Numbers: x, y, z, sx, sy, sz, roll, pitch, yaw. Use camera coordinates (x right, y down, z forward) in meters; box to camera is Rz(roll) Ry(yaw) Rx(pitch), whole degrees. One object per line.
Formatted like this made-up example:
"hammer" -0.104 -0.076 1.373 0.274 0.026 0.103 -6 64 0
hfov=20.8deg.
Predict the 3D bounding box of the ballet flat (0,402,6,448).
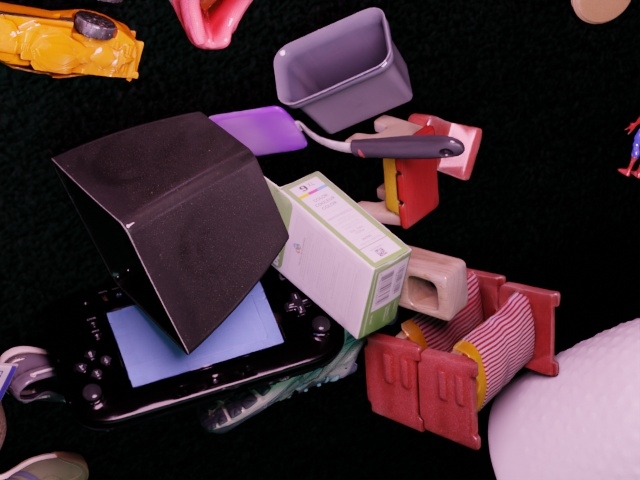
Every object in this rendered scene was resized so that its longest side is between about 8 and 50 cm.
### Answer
"ballet flat" -0.391 0.155 1.913 0.084 0.058 0.249 -13 124 -19

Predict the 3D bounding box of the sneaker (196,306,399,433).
"sneaker" -0.019 0.141 2.051 0.283 0.110 0.122 -41 131 3

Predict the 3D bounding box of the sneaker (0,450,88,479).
"sneaker" -0.353 0.306 2.008 0.192 0.086 0.064 -12 124 -19

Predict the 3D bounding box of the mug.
"mug" 0.433 0.203 2.163 0.328 0.374 0.276 -34 102 36

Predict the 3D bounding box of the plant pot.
"plant pot" -0.147 -0.027 1.848 0.167 0.188 0.187 -34 129 -16

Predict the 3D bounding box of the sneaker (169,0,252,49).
"sneaker" -0.067 -0.316 1.678 0.116 0.136 0.313 7 131 -18

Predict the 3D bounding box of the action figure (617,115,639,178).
"action figure" 0.396 -0.134 2.121 0.038 0.030 0.115 10 110 -36

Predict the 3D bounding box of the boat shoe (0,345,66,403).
"boat shoe" -0.264 0.167 1.976 0.206 0.065 0.075 9 114 -31

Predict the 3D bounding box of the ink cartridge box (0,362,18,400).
"ink cartridge box" -0.521 0.150 1.817 0.371 0.069 0.175 9 133 -27

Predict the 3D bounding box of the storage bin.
"storage bin" 0.030 -0.180 1.881 0.135 0.098 0.091 -22 143 18

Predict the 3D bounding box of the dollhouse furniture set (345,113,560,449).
"dollhouse furniture set" 0.159 0.024 1.988 0.201 0.152 0.374 -37 132 -43

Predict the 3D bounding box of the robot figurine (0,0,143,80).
"robot figurine" -0.301 -0.245 1.688 0.291 0.085 0.211 6 116 -29

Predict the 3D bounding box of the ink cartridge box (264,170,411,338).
"ink cartridge box" 0.000 0.000 1.918 0.062 0.209 0.109 -28 145 -35

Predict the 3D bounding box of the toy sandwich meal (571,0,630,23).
"toy sandwich meal" 0.323 -0.287 1.992 0.086 0.029 0.085 -11 127 -15

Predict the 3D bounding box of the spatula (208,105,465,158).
"spatula" 0.019 -0.105 1.839 0.084 0.296 0.030 52 54 -49

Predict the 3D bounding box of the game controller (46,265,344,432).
"game controller" -0.139 0.103 1.935 0.319 0.166 0.067 -16 159 -13
